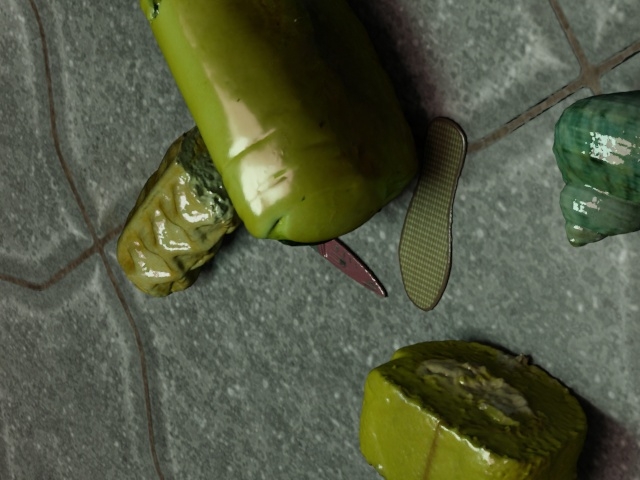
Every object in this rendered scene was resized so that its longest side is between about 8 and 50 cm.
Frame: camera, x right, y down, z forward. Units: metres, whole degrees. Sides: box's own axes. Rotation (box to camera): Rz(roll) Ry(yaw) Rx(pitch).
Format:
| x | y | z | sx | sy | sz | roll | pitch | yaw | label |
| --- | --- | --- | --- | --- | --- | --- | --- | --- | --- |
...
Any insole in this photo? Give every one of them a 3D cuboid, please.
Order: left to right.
| x | y | z | sx | sy | sz | roll | pitch | yaw | label |
| --- | --- | --- | --- | --- | --- | --- | --- | --- | --- |
| 0.131 | -0.030 | 1.968 | 0.086 | 0.005 | 0.253 | 30 | 125 | 37 | insole |

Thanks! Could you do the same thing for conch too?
| x | y | z | sx | sy | sz | roll | pitch | yaw | label |
| --- | --- | --- | --- | --- | --- | --- | --- | --- | --- |
| 0.314 | -0.077 | 1.661 | 0.176 | 0.122 | 0.188 | 36 | 137 | 3 | conch |

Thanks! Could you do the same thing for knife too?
| x | y | z | sx | sy | sz | roll | pitch | yaw | label |
| --- | --- | --- | --- | --- | --- | --- | --- | --- | --- |
| 0.000 | 0.000 | 2.120 | 0.247 | 0.018 | 0.035 | 37 | 125 | 31 | knife |

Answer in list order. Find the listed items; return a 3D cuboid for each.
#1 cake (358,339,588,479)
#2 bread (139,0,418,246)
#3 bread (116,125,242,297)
| x | y | z | sx | sy | sz | roll | pitch | yaw | label |
| --- | --- | --- | --- | --- | --- | --- | --- | --- | --- |
| 0.174 | 0.219 | 1.879 | 0.260 | 0.179 | 0.156 | 36 | 127 | 38 | cake |
| -0.036 | -0.176 | 1.931 | 0.208 | 0.251 | 0.376 | -30 | 78 | 32 | bread |
| -0.190 | -0.030 | 2.236 | 0.267 | 0.130 | 0.152 | -50 | 30 | 45 | bread |
